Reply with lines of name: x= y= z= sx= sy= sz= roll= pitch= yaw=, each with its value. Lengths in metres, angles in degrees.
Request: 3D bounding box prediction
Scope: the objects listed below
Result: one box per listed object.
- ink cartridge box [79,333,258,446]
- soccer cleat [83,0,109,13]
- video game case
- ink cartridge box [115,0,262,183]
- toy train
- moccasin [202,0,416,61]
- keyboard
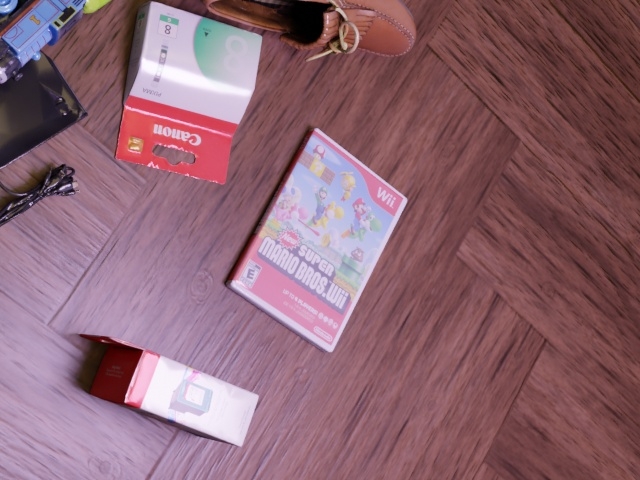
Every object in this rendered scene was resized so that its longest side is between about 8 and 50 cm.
ink cartridge box: x=-0.218 y=0.202 z=1.560 sx=0.231 sy=0.134 sz=0.078 roll=26 pitch=75 yaw=-27
soccer cleat: x=-0.341 y=-0.398 z=1.568 sx=0.072 sy=0.060 sz=0.178 roll=-37 pitch=112 yaw=-38
video game case: x=0.000 y=0.000 z=1.769 sx=0.204 sy=0.025 sz=0.285 roll=36 pitch=70 yaw=-25
ink cartridge box: x=-0.188 y=-0.210 z=1.651 sx=0.181 sy=0.056 sz=0.224 roll=12 pitch=79 yaw=-30
toy train: x=-0.396 y=-0.283 z=1.501 sx=0.105 sy=0.080 sz=0.184 roll=42 pitch=66 yaw=-7
moccasin: x=-0.011 y=-0.333 z=1.688 sx=0.380 sy=0.139 sz=0.146 roll=15 pitch=62 yaw=-42
keyboard: x=-0.441 y=-0.103 z=1.502 sx=0.317 sy=0.033 sz=0.201 roll=-37 pitch=100 yaw=-27
